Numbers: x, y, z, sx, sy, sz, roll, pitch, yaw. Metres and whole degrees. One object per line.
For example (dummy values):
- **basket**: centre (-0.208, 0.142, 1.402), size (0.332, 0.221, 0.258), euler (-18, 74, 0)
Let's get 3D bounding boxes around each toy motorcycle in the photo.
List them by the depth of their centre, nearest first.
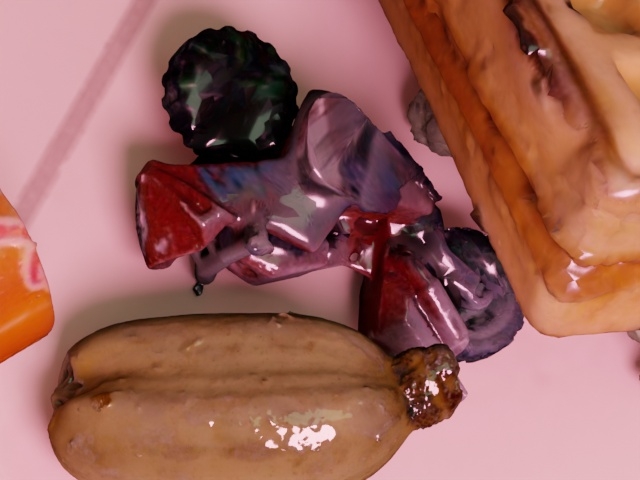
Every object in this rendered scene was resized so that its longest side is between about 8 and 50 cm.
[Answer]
- **toy motorcycle**: centre (0.000, 0.000, 0.930), size (0.213, 0.082, 0.122), euler (39, 69, -12)

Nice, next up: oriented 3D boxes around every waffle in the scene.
- **waffle**: centre (0.156, -0.140, 0.921), size (0.260, 0.114, 0.376), euler (-8, 51, -17)

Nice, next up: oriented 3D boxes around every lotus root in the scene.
- **lotus root**: centre (-0.029, 0.076, 0.884), size (0.183, 0.077, 0.090), euler (-3, 50, 0)

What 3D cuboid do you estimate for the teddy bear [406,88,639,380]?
- **teddy bear**: centre (0.155, -0.023, 0.978), size (0.133, 0.111, 0.213), euler (-40, 93, -25)

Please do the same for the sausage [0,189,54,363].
- **sausage**: centre (-0.258, 0.076, 0.809), size (0.312, 0.093, 0.093), euler (-32, 89, -24)
